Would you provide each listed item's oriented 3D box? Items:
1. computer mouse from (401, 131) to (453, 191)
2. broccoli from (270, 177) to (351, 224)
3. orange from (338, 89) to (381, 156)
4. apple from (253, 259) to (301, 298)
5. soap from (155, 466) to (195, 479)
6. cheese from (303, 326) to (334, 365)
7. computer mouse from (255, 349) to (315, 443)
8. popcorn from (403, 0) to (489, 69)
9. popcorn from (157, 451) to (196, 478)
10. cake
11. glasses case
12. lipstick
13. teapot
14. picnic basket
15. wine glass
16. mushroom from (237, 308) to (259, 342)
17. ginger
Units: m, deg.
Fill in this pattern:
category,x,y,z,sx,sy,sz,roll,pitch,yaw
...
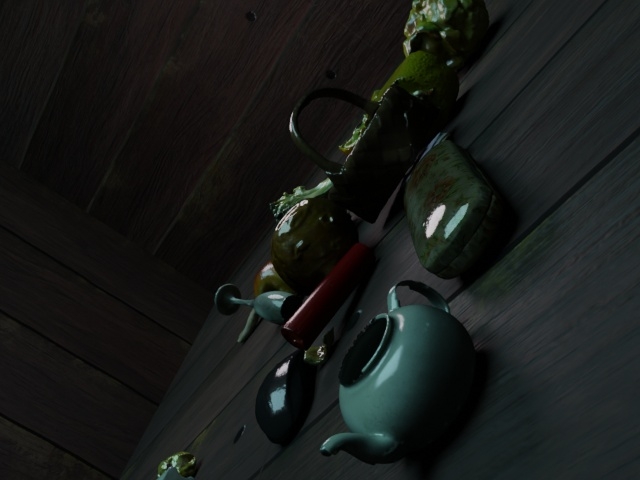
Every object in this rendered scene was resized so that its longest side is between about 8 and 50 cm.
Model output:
category,x,y,z,sx,sy,sz,roll,pitch,yaw
computer mouse,0.236,-0.162,1.447,0.125,0.056,0.245,-59,-2,-8
broccoli,-0.011,-0.094,1.900,0.245,0.248,0.288,-62,8,4
orange,0.181,-0.337,2.043,0.237,0.159,0.179,-56,-3,-5
apple,-0.121,0.136,2.026,0.195,0.160,0.173,-44,-8,25
soap,-0.447,0.729,1.757,0.265,0.088,0.159,-48,13,40
cheese,0.005,0.222,1.379,0.084,0.041,0.060,-49,6,16
computer mouse,-0.079,0.308,1.369,0.137,0.086,0.269,-52,9,18
popcorn,0.356,-0.597,1.892,0.270,0.224,0.257,-144,71,-72
popcorn,-0.390,0.635,1.829,0.109,0.089,0.097,-48,-27,-4
cake,0.242,-0.352,1.734,0.260,0.179,0.156,-48,11,54
glasses case,0.215,-0.067,1.126,0.156,0.098,0.425,-58,8,19
lipstick,0.021,0.118,1.427,0.279,0.073,0.073,-48,4,-31
teapot,0.099,0.164,0.821,0.193,0.130,0.294,-45,15,46
picnic basket,0.076,-0.248,1.595,0.337,0.337,0.293,-45,12,50
wine glass,-0.142,0.252,1.928,0.310,0.264,0.096,2,37,47
mushroom,-0.243,0.290,2.384,0.202,0.054,0.059,-58,2,18
ginger,-0.002,-0.003,1.615,0.223,0.200,0.269,-42,-1,41
